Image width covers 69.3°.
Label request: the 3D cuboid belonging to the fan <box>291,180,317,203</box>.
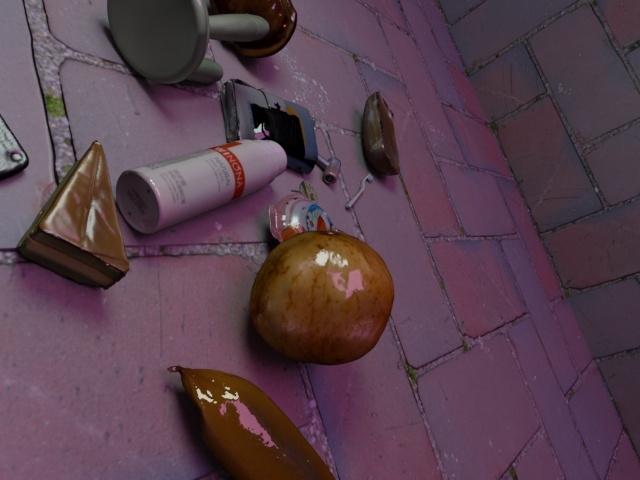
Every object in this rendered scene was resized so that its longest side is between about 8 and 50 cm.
[{"bbox_3d":[-0.031,-0.103,1.042,0.060,0.003,0.080,55,36,-8],"label":"fan"}]

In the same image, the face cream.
[{"bbox_3d":[-0.173,-0.110,0.790,0.102,0.102,0.345,60,37,-4],"label":"face cream"}]

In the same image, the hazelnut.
[{"bbox_3d":[-0.145,-0.507,1.018,0.202,0.170,0.160,50,38,1],"label":"hazelnut"}]

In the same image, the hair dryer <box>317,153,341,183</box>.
[{"bbox_3d":[-0.002,-0.190,1.112,0.114,0.037,0.063,36,44,-21],"label":"hair dryer"}]

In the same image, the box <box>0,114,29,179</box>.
[{"bbox_3d":[-0.431,-0.121,0.544,0.125,0.027,0.126,58,37,-7],"label":"box"}]

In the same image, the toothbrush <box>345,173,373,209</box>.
[{"bbox_3d":[0.102,-0.132,1.213,0.022,0.017,0.204,38,38,0],"label":"toothbrush"}]

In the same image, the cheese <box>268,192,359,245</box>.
[{"bbox_3d":[0.000,0.000,0.955,0.286,0.074,0.189,24,52,-42],"label":"cheese"}]

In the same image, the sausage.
[{"bbox_3d":[-0.088,0.285,0.644,0.328,0.112,0.112,53,37,-8],"label":"sausage"}]

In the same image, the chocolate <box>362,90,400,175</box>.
[{"bbox_3d":[0.166,-0.304,1.345,0.161,0.083,0.261,46,36,-49],"label":"chocolate"}]

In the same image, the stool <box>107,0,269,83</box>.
[{"bbox_3d":[-0.234,-0.388,0.823,0.195,0.195,0.198,57,32,-6],"label":"stool"}]

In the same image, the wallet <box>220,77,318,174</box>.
[{"bbox_3d":[-0.101,-0.249,0.997,0.231,0.069,0.170,13,63,-45],"label":"wallet"}]

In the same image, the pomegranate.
[{"bbox_3d":[0.002,0.097,0.774,0.248,0.248,0.248,29,47,-37],"label":"pomegranate"}]

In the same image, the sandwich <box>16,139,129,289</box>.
[{"bbox_3d":[-0.295,-0.033,0.612,0.113,0.079,0.163,38,41,-32],"label":"sandwich"}]
